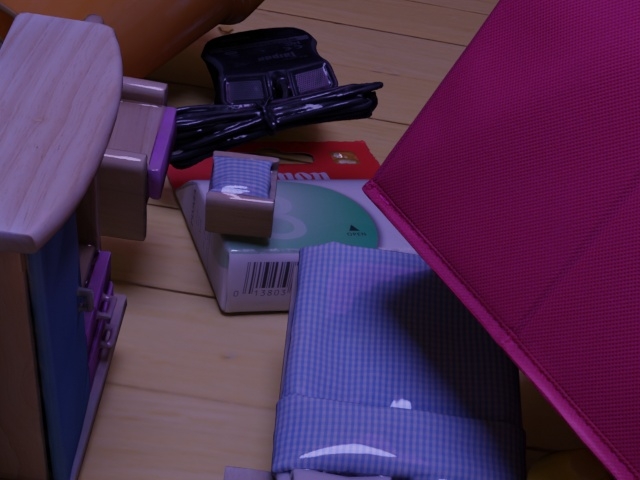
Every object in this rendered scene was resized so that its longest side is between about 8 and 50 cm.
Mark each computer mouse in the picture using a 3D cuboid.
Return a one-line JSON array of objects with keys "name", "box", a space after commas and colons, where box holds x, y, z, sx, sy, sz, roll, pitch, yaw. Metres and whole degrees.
[{"name": "computer mouse", "box": [-0.070, -0.103, 0.921, 0.184, 0.060, 0.262, -13, 23, -12]}]

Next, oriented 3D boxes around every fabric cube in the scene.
[{"name": "fabric cube", "box": [0.230, -0.024, 0.561, 0.254, 0.258, 0.259, 19, 23, -45]}]

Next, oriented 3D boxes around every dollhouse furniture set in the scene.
[{"name": "dollhouse furniture set", "box": [0.000, 0.000, 0.600, 0.303, 0.198, 0.286, 8, 46, -1]}]

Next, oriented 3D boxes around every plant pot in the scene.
[{"name": "plant pot", "box": [-0.158, -0.210, 0.928, 0.205, 0.205, 0.188, 31, 75, 29]}]

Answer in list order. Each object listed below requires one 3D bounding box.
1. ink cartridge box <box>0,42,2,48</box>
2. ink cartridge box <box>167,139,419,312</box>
[{"name": "ink cartridge box", "box": [-0.385, -0.288, 1.054, 0.307, 0.129, 0.223, 11, 31, -1]}, {"name": "ink cartridge box", "box": [-0.008, -0.035, 0.852, 0.181, 0.056, 0.225, -1, 36, -20]}]
